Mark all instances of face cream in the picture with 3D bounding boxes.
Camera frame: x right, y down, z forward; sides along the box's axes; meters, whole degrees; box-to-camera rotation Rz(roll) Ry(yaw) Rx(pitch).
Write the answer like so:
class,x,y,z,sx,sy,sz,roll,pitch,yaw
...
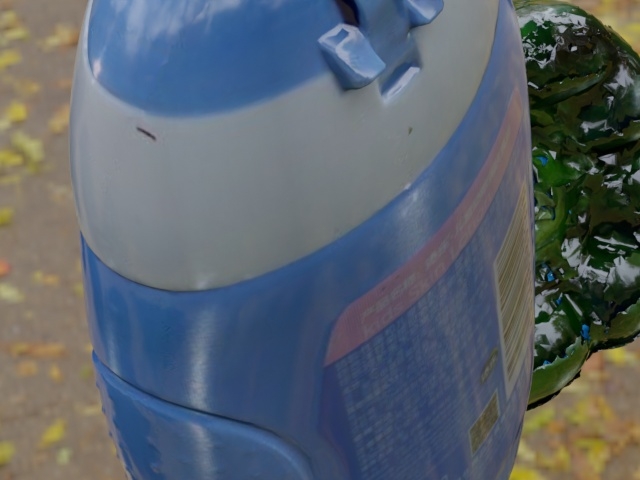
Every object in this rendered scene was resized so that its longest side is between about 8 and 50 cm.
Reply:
class,x,y,z,sx,sy,sz,roll,pitch,yaw
face cream,0.000,0.000,0.512,0.083,0.264,0.149,29,64,25

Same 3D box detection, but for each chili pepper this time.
class,x,y,z,sx,sy,sz,roll,pitch,yaw
chili pepper,0.065,-0.034,1.173,0.233,0.248,0.256,-15,24,-28
